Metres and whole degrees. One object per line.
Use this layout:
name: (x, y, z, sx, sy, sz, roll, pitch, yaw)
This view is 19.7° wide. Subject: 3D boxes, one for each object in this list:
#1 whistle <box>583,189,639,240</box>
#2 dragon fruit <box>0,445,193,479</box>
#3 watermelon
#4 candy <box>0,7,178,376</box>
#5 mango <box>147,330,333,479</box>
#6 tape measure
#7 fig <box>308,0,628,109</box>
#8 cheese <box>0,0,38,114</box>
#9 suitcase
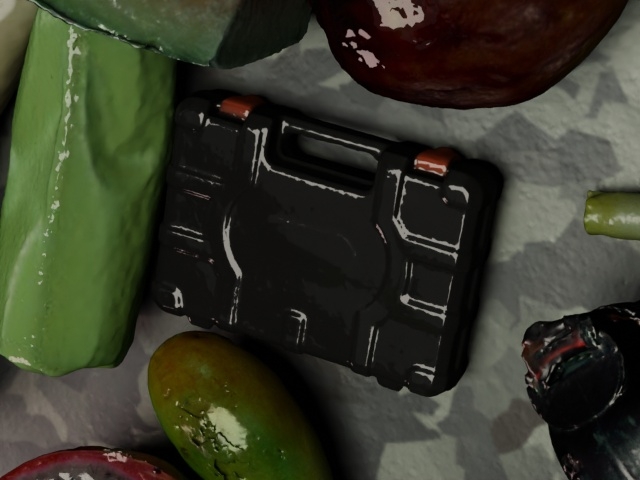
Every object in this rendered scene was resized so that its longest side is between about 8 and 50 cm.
whistle: (0.297, -0.013, 1.413, 0.198, 0.057, 0.104, 6, 106, 23)
dragon fruit: (-0.199, 0.334, 1.655, 0.305, 0.226, 0.305, -1, 78, 6)
watermelon: (-0.115, -0.272, 1.466, 0.264, 0.151, 0.302, 28, 80, 9)
candy: (-0.198, -0.048, 1.583, 0.142, 0.132, 0.344, 6, 112, -12)
mango: (-0.060, 0.174, 1.595, 0.111, 0.125, 0.233, -38, 78, 2)
tape measure: (0.261, 0.147, 1.393, 0.135, 0.202, 0.223, -41, 70, 30)
fig: (0.099, -0.197, 1.367, 0.263, 0.224, 0.224, 16, 110, 14)
cheese: (-0.339, -0.157, 1.634, 0.328, 0.129, 0.351, -16, 101, 24)
suitcase: (0.000, 0.000, 1.551, 0.285, 0.066, 0.206, 17, 110, 20)
